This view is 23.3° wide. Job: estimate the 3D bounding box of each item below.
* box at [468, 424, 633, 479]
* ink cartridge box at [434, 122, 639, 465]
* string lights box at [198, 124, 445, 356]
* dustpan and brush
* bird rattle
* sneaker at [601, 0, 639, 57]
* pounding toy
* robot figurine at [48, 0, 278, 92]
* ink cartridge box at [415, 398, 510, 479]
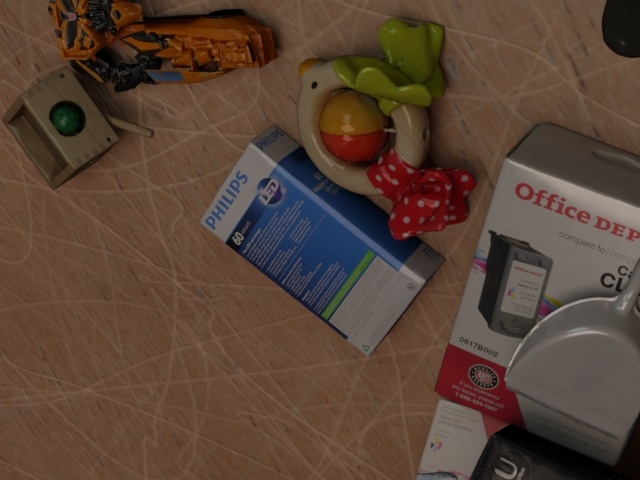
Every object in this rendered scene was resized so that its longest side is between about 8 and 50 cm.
[{"bbox_3d":[0.287,0.319,1.667,0.270,0.165,0.143,25,94,14],"label":"box"},{"bbox_3d":[0.276,0.059,1.688,0.226,0.131,0.306,21,120,16],"label":"ink cartridge box"},{"bbox_3d":[0.000,0.000,1.822,0.260,0.077,0.133,39,121,6],"label":"string lights box"},{"bbox_3d":[0.297,0.091,1.590,0.147,0.060,0.211,25,127,-3],"label":"dustpan and brush"},{"bbox_3d":[0.070,-0.122,1.740,0.207,0.143,0.253,11,129,33],"label":"bird rattle"},{"bbox_3d":[0.372,-0.279,1.500,0.109,0.130,0.286,43,123,1],"label":"sneaker"},{"bbox_3d":[-0.295,-0.138,1.882,0.130,0.100,0.141,55,154,-4],"label":"pounding toy"},{"bbox_3d":[-0.197,-0.271,1.794,0.291,0.085,0.211,1,111,24],"label":"robot figurine"},{"bbox_3d":[0.171,0.297,1.822,0.115,0.067,0.198,15,86,19],"label":"ink cartridge box"}]
